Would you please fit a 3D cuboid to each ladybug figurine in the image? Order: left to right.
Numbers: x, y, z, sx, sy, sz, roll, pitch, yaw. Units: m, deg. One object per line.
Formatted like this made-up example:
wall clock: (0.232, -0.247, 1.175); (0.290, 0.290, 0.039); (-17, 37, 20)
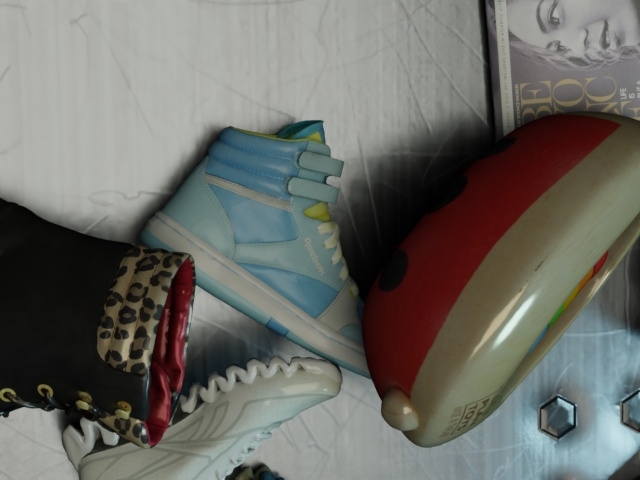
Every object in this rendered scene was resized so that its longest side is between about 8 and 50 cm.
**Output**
ladybug figurine: (0.184, 0.020, 1.477); (0.162, 0.305, 0.449); (37, 52, 14)

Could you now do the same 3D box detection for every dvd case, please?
dvd case: (0.291, -0.191, 1.594); (0.221, 0.018, 0.164); (-4, 98, 4)

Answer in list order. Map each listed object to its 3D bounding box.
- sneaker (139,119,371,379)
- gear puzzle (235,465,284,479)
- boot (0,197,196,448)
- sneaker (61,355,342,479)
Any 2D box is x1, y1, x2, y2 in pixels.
sneaker: (0.000, 0.000, 1.519); (0.319, 0.127, 0.208); (32, 87, -18)
gear puzzle: (-0.083, 0.360, 1.459); (0.044, 0.339, 0.175); (-19, 103, 32)
boot: (-0.286, 0.146, 1.410); (0.284, 0.138, 0.377); (12, 86, 11)
sneaker: (-0.108, 0.196, 1.480); (0.292, 0.110, 0.118); (-21, 73, 10)
